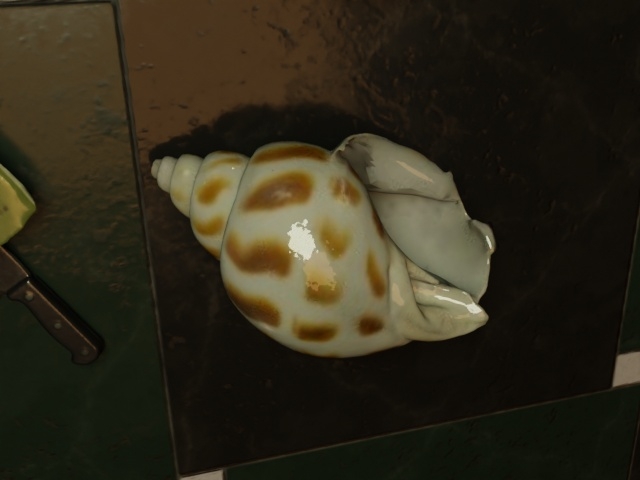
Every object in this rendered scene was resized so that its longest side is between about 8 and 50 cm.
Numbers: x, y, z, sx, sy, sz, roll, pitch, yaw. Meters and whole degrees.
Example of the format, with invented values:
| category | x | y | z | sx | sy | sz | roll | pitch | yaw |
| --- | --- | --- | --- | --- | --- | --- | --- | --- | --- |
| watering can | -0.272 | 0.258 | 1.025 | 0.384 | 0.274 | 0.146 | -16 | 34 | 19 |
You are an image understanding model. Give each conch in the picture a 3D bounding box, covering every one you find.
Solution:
| category | x | y | z | sx | sy | sz | roll | pitch | yaw |
| --- | --- | --- | --- | --- | --- | --- | --- | --- | --- |
| conch | -0.001 | 0.000 | 0.569 | 0.275 | 0.183 | 0.149 | 37 | 139 | -19 |

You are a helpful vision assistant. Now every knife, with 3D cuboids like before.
| category | x | y | z | sx | sy | sz | roll | pitch | yaw |
| --- | --- | --- | --- | --- | --- | --- | --- | --- | --- |
| knife | -0.278 | 0.026 | 0.570 | 0.072 | 0.019 | 0.245 | -37 | 114 | 4 |

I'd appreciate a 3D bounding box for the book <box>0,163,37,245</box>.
| category | x | y | z | sx | sy | sz | roll | pitch | yaw |
| --- | --- | --- | --- | --- | --- | --- | --- | --- | --- |
| book | -0.416 | -0.003 | 0.502 | 0.352 | 0.035 | 0.239 | -38 | 114 | 3 |
